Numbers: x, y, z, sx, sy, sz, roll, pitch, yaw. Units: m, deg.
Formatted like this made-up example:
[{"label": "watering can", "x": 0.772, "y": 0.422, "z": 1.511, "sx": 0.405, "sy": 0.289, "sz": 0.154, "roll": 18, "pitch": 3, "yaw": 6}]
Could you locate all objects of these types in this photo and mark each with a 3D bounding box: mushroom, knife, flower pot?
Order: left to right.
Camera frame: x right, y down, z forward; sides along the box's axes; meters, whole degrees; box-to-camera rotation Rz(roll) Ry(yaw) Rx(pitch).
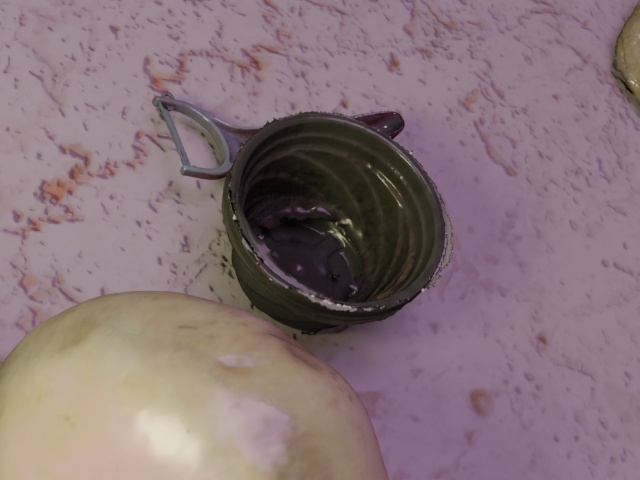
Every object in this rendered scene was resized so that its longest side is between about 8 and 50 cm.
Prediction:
[{"label": "mushroom", "x": -0.110, "y": 0.221, "z": 1.130, "sx": 0.353, "sy": 0.353, "sz": 0.325, "roll": 15, "pitch": 74, "yaw": -14}, {"label": "knife", "x": -0.041, "y": -0.117, "z": 1.517, "sx": 0.278, "sy": 0.053, "sz": 0.123, "roll": -5, "pitch": 56, "yaw": -27}, {"label": "flower pot", "x": 0.000, "y": 0.000, "z": 1.399, "sx": 0.236, "sy": 0.140, "sz": 0.235, "roll": 10, "pitch": 55, "yaw": -15}]

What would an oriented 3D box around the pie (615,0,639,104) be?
[{"label": "pie", "x": 0.534, "y": -0.209, "z": 1.820, "sx": 0.338, "sy": 0.075, "sz": 0.337, "roll": 11, "pitch": 55, "yaw": -16}]
